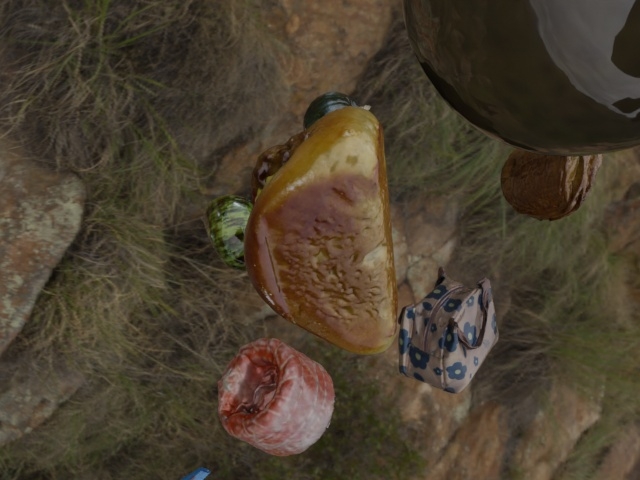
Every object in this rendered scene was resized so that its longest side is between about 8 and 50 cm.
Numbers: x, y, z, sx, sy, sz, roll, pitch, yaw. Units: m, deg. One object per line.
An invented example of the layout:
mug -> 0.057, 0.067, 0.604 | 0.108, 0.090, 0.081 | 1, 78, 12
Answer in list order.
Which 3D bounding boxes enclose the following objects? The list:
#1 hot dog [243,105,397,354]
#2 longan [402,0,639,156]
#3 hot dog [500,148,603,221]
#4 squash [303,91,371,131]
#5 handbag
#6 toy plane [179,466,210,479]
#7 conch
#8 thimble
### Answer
hot dog -> 0.001, -0.001, 1.061 | 0.185, 0.223, 0.405 | -83, 166, -55
longan -> 0.187, -0.178, 0.476 | 0.258, 0.258, 0.258 | -2, 92, -42
hot dog -> 0.450, -0.142, 1.281 | 0.122, 0.272, 0.196 | 29, 76, -9
squash -> 0.055, -0.287, 1.787 | 0.218, 0.172, 0.218 | 17, 54, -25
handbag -> 0.292, 0.193, 1.566 | 0.251, 0.190, 0.193 | -41, 137, -42
toy plane -> -0.292, 0.529, 1.236 | 0.105, 0.271, 0.254 | 57, 47, -59
conch -> -0.176, -0.012, 1.640 | 0.181, 0.124, 0.188 | -11, 120, -25
thimble -> -0.101, 0.335, 1.474 | 0.162, 0.239, 0.239 | 37, 67, -37
